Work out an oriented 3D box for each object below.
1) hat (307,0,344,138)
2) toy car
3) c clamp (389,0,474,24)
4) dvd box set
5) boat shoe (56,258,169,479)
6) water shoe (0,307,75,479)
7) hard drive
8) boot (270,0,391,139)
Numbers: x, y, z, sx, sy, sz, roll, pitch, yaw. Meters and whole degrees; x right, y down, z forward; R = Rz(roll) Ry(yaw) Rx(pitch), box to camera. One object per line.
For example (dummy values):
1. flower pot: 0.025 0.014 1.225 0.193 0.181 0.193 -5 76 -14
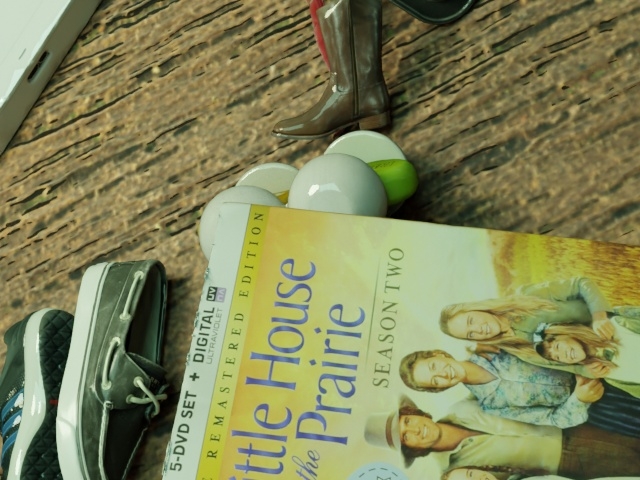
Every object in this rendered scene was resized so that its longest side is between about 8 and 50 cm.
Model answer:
1. hat: 0.021 -0.243 1.260 0.173 0.208 0.183 -29 56 3
2. toy car: 0.000 0.000 1.206 0.182 0.159 0.136 -19 98 16
3. c clamp: 0.095 -0.252 1.262 0.137 0.160 0.022 -61 24 16
4. dvd box set: 0.116 0.125 1.006 0.420 0.062 0.308 7 52 4
5. boat shoe: -0.165 0.116 1.257 0.070 0.078 0.219 -8 65 22
6. water shoe: -0.237 0.160 1.290 0.080 0.073 0.203 -18 61 47
7. hard drive: -0.376 -0.224 1.507 0.307 0.040 0.203 29 84 30
8. boot: 0.004 -0.144 1.259 0.106 0.114 0.037 -12 19 -12
